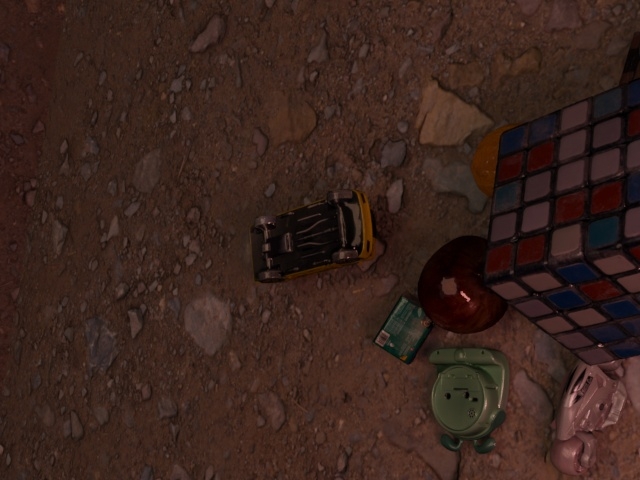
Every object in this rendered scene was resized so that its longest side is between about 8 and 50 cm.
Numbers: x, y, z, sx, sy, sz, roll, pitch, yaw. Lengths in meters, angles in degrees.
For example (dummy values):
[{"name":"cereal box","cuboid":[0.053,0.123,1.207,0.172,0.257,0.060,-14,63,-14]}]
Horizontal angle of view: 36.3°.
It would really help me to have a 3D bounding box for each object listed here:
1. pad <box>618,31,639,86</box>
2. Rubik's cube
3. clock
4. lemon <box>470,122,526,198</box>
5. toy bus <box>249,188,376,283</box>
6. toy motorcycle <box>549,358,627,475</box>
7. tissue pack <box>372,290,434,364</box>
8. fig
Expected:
[{"name":"pad","cuboid":[0.557,-0.229,1.616,0.158,0.003,0.234,18,92,45]},{"name":"Rubik's cube","cuboid":[0.442,-0.022,1.425,0.293,0.287,0.291,-19,47,43]},{"name":"clock","cuboid":[0.262,0.283,1.737,0.148,0.060,0.188,-9,74,43]},{"name":"lemon","cuboid":[0.349,-0.136,1.700,0.187,0.142,0.142,-5,76,41]},{"name":"toy bus","cuboid":[0.000,0.000,2.003,0.330,0.152,0.144,-16,74,44]},{"name":"toy motorcycle","cuboid":[0.420,0.251,1.556,0.112,0.112,0.254,16,90,45]},{"name":"tissue pack","cuboid":[0.168,0.164,1.855,0.085,0.079,0.111,32,105,11]},{"name":"fig","cuboid":[0.240,0.090,1.751,0.207,0.175,0.175,-30,59,53]}]
